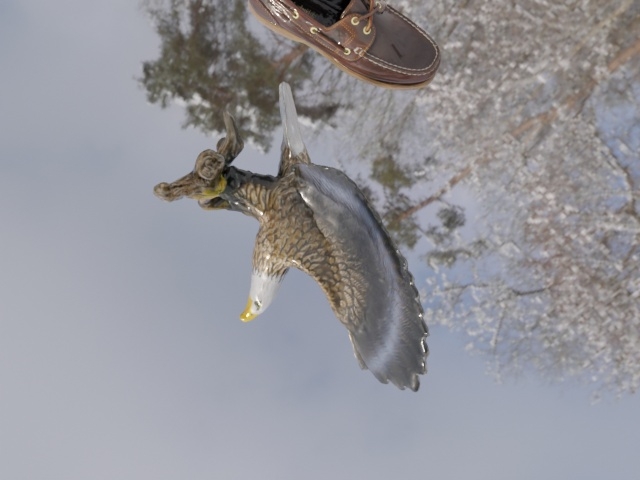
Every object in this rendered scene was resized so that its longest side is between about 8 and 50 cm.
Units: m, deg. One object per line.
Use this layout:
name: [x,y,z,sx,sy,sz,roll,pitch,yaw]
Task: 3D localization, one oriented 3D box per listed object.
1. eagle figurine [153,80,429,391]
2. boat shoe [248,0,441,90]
eagle figurine: [-0.004,0.009,0.824,0.298,0.225,0.226,29,-135,3]
boat shoe: [0.023,-0.212,0.769,0.207,0.073,0.073,22,-109,-1]
